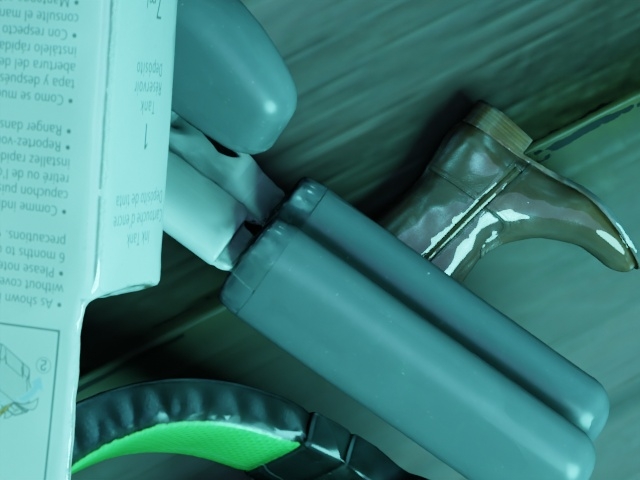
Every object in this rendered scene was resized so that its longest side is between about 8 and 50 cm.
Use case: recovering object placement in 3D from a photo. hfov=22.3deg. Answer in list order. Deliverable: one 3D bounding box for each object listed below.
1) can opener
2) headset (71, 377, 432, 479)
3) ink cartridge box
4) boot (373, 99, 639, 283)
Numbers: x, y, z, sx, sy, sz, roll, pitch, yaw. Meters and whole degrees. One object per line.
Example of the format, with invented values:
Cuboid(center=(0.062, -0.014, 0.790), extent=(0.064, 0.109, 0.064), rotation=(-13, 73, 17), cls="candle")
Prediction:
Cuboid(center=(0.000, 0.000, 0.635), extent=(0.280, 0.074, 0.093), rotation=(40, 125, -3), cls="can opener")
Cuboid(center=(0.000, 0.225, 0.644), extent=(0.394, 0.185, 0.243), rotation=(35, 54, -17), cls="headset")
Cuboid(center=(-0.203, -0.003, 0.563), extent=(0.296, 0.066, 0.261), rotation=(7, 95, 16), cls="ink cartridge box")
Cuboid(center=(0.068, 0.014, 0.699), extent=(0.106, 0.037, 0.114), rotation=(41, 84, 0), cls="boot")
